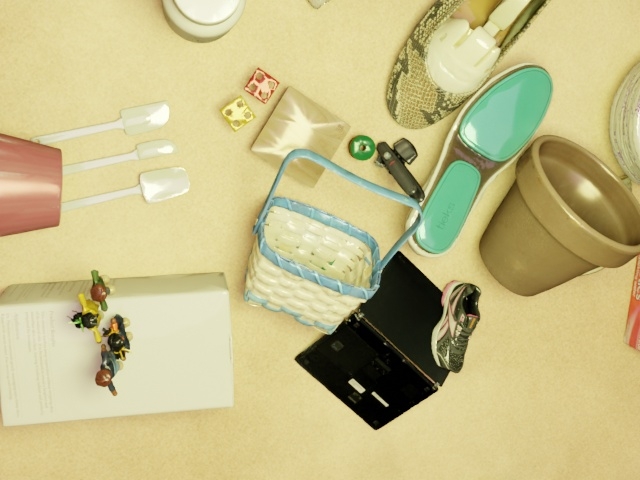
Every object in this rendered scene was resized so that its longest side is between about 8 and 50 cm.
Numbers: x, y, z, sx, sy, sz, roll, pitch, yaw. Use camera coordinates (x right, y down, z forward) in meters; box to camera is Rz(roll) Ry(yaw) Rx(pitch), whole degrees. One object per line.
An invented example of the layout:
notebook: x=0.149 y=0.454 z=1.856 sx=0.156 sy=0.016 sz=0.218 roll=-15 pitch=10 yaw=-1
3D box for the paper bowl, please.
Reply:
paper bowl: x=0.682 y=-0.228 z=1.437 sx=0.284 sy=0.148 sz=0.285 roll=-2 pitch=100 yaw=-11

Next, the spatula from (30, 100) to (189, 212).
spatula: x=-0.362 y=-0.135 z=1.318 sx=0.241 sy=0.019 sz=0.168 roll=-14 pitch=104 yaw=-8

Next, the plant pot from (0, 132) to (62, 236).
plant pot: x=-0.510 y=-0.088 z=1.215 sx=0.180 sy=0.201 sz=0.202 roll=1 pitch=101 yaw=-23

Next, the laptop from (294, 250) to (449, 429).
laptop: x=0.128 y=0.198 z=1.480 sx=0.234 sy=0.137 sz=0.264 roll=43 pitch=116 yaw=-15

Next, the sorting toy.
sorting toy: x=-0.045 y=-0.189 z=1.355 sx=0.274 sy=0.046 sz=0.132 roll=31 pitch=94 yaw=-15

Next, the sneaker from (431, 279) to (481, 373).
sneaker: x=0.262 y=0.161 z=1.435 sx=0.071 sy=0.077 sz=0.178 roll=11 pitch=79 yaw=-26

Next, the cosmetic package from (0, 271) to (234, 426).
cosmetic package: x=-0.345 y=0.180 z=1.313 sx=0.384 sy=0.156 sz=0.217 roll=-2 pitch=101 yaw=-12

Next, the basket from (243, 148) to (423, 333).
basket: x=0.000 y=0.000 z=1.303 sx=0.254 sy=0.201 sz=0.289 roll=25 pitch=126 yaw=-15

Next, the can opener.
can opener: x=0.140 y=-0.126 z=1.338 sx=0.059 sy=0.186 sz=0.073 roll=32 pitch=113 yaw=-26

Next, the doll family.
doll family: x=-0.333 y=0.143 z=1.170 sx=0.076 sy=0.111 sz=0.193 roll=-25 pitch=100 yaw=-8

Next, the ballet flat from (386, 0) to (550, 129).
ballet flat: x=0.299 y=-0.394 z=1.314 sx=0.164 sy=0.182 sz=0.483 roll=41 pitch=91 yaw=-16

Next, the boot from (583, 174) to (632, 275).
boot: x=0.528 y=-0.027 z=1.483 sx=0.213 sy=0.077 sz=0.165 roll=-20 pitch=104 yaw=-12

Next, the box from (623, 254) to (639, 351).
box: x=0.724 y=0.087 z=1.503 sx=0.142 sy=0.154 sz=0.300 roll=3 pitch=101 yaw=-12

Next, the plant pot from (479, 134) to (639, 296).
plant pot: x=0.411 y=-0.021 z=1.371 sx=0.263 sy=0.263 sz=0.229 roll=29 pitch=130 yaw=-15

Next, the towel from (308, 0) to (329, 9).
towel: x=0.056 y=-0.545 z=1.285 sx=0.282 sy=0.049 sz=0.187 roll=-34 pitch=108 yaw=6

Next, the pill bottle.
pill bottle: x=-0.184 y=-0.384 z=1.196 sx=0.131 sy=0.229 sz=0.131 roll=-2 pitch=101 yaw=-11

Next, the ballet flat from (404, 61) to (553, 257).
ballet flat: x=0.269 y=-0.149 z=1.384 sx=0.139 sy=0.139 sz=0.400 roll=33 pitch=88 yaw=-15
